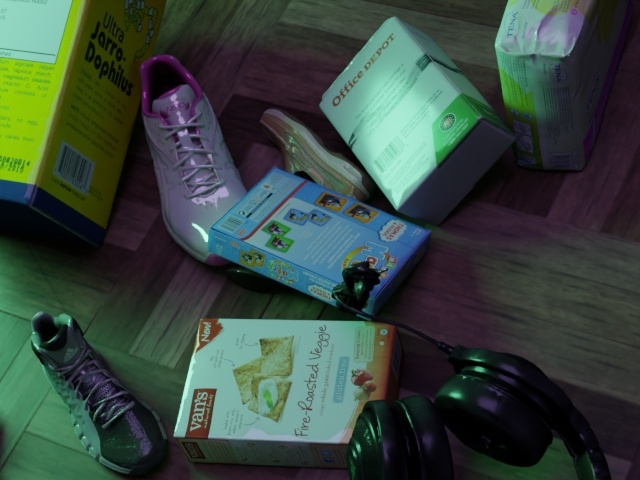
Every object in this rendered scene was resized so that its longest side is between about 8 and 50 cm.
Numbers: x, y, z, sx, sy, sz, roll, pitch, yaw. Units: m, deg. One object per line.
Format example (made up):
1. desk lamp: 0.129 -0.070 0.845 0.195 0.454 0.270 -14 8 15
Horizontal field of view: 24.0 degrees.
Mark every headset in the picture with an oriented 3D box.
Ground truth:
1. headset: 0.127 0.198 1.539 0.243 0.185 0.394 -27 81 -16

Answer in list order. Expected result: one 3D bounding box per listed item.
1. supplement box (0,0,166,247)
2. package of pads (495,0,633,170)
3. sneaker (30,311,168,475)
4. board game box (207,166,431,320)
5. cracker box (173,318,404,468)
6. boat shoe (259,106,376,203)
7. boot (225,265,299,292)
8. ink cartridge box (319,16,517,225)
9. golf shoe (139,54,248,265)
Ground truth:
1. supplement box: -0.350 -0.196 1.872 0.194 0.195 0.356 10 78 20
2. package of pads: 0.297 -0.263 1.793 0.101 0.229 0.296 9 58 20
3. sneaker: -0.265 0.162 1.695 0.086 0.132 0.229 -39 55 -14
4. board game box: 0.000 0.000 1.743 0.211 0.039 0.160 22 38 17
5. cracker box: -0.033 0.168 1.671 0.232 0.067 0.155 -1 55 15
6. boat shoe: -0.020 -0.095 1.862 0.072 0.068 0.190 -47 57 -6
7. boot: -0.049 0.008 1.812 0.106 0.037 0.114 8 55 19
8. ink cartridge box: 0.113 -0.145 1.809 0.153 0.087 0.208 -48 52 19
9. golf shoe: -0.164 -0.103 1.853 0.115 0.140 0.306 -23 51 -5
